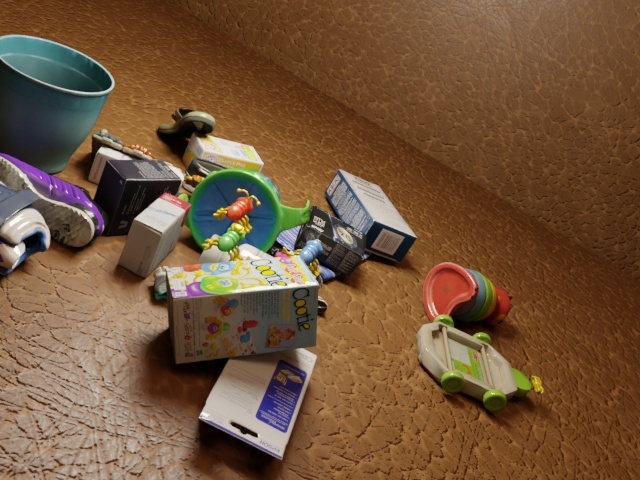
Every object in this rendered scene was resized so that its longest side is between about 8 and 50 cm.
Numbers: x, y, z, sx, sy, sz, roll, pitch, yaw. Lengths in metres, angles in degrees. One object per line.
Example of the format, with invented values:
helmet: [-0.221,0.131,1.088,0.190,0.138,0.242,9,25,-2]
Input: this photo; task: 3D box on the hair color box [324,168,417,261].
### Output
hair color box: [0.153,-0.084,2.192,0.174,0.105,0.347,21,23,-28]

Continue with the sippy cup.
sippy cup: [-0.196,-0.080,1.756,0.306,0.240,0.224,37,15,-3]

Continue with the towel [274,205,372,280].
towel: [0.000,0.000,1.994,0.243,0.040,0.336,37,27,15]

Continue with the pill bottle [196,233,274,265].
pill bottle: [-0.163,0.082,1.573,0.229,0.131,0.131,27,26,-2]

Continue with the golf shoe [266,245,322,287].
golf shoe: [-0.082,0.079,1.748,0.198,0.077,0.094,26,-12,26]

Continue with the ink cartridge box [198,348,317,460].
ink cartridge box: [-0.118,0.292,1.312,0.166,0.065,0.332,28,24,-1]

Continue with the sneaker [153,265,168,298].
sneaker: [-0.286,0.119,1.484,0.167,0.065,0.076,18,44,-14]

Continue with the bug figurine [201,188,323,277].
bug figurine: [-0.122,0.002,1.523,0.279,0.072,0.216,31,35,3]

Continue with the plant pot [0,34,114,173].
plant pot: [-0.666,-0.311,1.648,0.272,0.255,0.271,23,27,-12]

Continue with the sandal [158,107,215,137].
sandal: [-0.393,-0.360,2.074,0.120,0.086,0.303,8,-6,-33]

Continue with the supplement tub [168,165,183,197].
supplement tub: [-0.396,-0.128,1.744,0.071,0.107,0.071,23,34,-16]

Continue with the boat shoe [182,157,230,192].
boat shoe: [-0.242,-0.158,1.979,0.303,0.091,0.114,11,31,-31]

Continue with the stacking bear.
stacking bear: [0.449,0.172,2.011,0.289,0.175,0.164,19,33,-39]

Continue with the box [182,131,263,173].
box: [-0.292,-0.233,2.054,0.203,0.103,0.114,10,30,-33]

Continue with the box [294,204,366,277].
box: [0.030,-0.001,1.907,0.180,0.077,0.147,30,26,-6]

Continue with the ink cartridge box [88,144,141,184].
ink cartridge box: [-0.513,-0.175,1.742,0.123,0.088,0.052,21,27,-16]

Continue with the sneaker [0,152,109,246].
sneaker: [-0.595,-0.095,1.518,0.293,0.102,0.146,35,22,2]

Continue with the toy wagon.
toy wagon: [0.410,0.329,1.769,0.345,0.068,0.267,25,26,-8]

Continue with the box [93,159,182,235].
box: [-0.434,-0.102,1.611,0.093,0.155,0.158,43,29,28]

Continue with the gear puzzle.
gear puzzle: [-0.437,-0.207,1.820,0.339,0.044,0.175,22,-14,-14]

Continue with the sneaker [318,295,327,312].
sneaker: [-0.033,0.144,1.706,0.109,0.040,0.044,30,9,-5]

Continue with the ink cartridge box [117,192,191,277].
ink cartridge box: [-0.371,-0.015,1.546,0.072,0.127,0.175,27,25,-1]

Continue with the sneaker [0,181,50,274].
sneaker: [-0.665,-0.029,1.274,0.236,0.130,0.323,37,21,25]

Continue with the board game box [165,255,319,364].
board game box: [-0.156,0.130,1.355,0.276,0.144,0.142,-4,24,-17]
